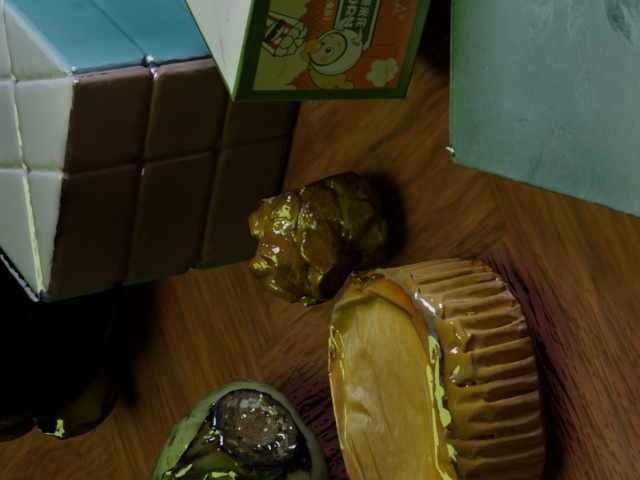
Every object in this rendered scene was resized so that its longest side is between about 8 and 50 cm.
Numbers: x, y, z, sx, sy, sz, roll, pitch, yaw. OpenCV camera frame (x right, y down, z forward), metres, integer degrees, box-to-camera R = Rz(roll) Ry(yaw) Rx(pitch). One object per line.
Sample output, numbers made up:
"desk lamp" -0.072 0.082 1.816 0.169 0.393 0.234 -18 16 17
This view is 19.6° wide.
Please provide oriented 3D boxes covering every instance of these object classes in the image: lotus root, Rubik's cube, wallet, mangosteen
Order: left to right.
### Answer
"mangosteen" -0.338 0.066 1.856 0.307 0.307 0.347 46 165 40
"Rubik's cube" -0.177 -0.112 1.579 0.231 0.224 0.221 46 135 40
"lotus root" -0.088 0.244 1.623 0.173 0.173 0.309 59 143 27
"wallet" 0.173 -0.149 1.192 0.290 0.054 0.251 24 114 59

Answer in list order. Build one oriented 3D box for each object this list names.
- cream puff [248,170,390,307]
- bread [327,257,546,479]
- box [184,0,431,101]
"cream puff" 0.000 0.000 1.454 0.116 0.122 0.094 -21 86 26
"bread" 0.089 0.111 1.357 0.199 0.104 0.199 24 117 57
"box" -0.004 -0.226 1.331 0.177 0.148 0.195 -118 33 -46
